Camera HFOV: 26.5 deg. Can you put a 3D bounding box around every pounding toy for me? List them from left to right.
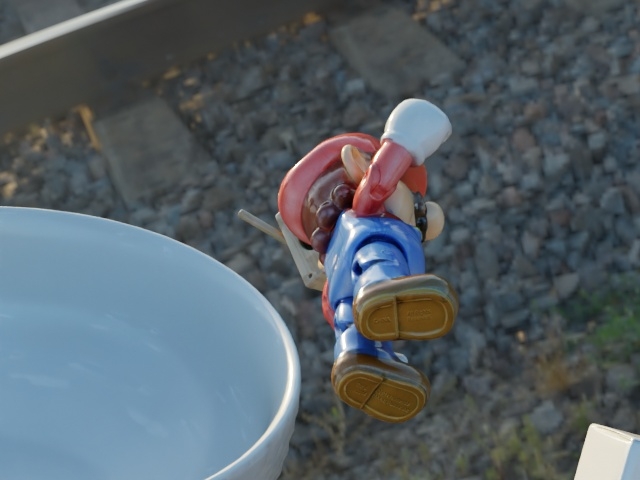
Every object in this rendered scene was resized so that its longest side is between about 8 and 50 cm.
[{"bbox_3d":[0.000,0.000,1.622,0.100,0.141,0.130,-42,54,26],"label":"pounding toy"}]

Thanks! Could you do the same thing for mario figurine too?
[{"bbox_3d":[0.072,0.010,1.185,0.198,0.170,0.320,-37,29,17],"label":"mario figurine"}]

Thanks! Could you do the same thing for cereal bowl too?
[{"bbox_3d":[-0.184,0.112,0.809,0.339,0.141,0.339,7,27,-4],"label":"cereal bowl"}]

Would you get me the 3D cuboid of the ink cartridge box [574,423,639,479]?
[{"bbox_3d":[0.420,0.342,1.513,0.283,0.207,0.117,16,-2,-12],"label":"ink cartridge box"}]
